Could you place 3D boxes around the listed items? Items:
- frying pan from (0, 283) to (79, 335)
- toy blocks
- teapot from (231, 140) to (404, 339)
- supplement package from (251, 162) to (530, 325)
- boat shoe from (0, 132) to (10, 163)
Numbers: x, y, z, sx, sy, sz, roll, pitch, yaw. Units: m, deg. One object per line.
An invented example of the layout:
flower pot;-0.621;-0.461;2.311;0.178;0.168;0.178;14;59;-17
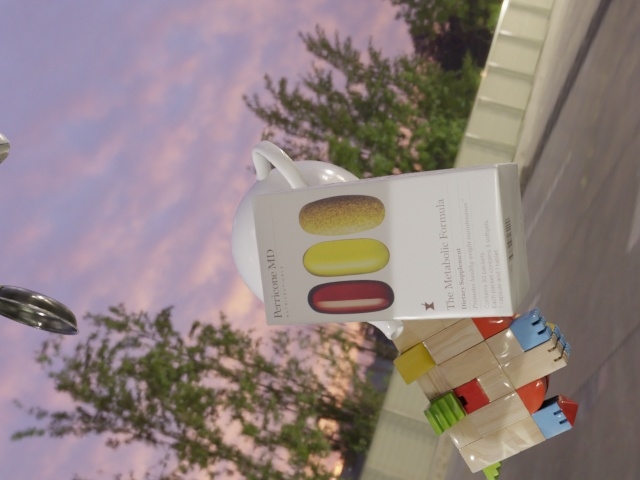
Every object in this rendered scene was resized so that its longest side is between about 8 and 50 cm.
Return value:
frying pan;-0.600;0.106;1.409;0.197;0.326;0.053;-16;51;53
toy blocks;0.305;0.207;1.307;0.261;0.381;0.190;-33;-4;22
teapot;0.000;0.000;1.099;0.187;0.256;0.253;18;99;64
supplement package;0.073;0.004;0.761;0.134;0.244;0.139;-16;-81;-67
boat shoe;-0.624;-0.080;1.312;0.258;0.084;0.095;-50;2;-25
